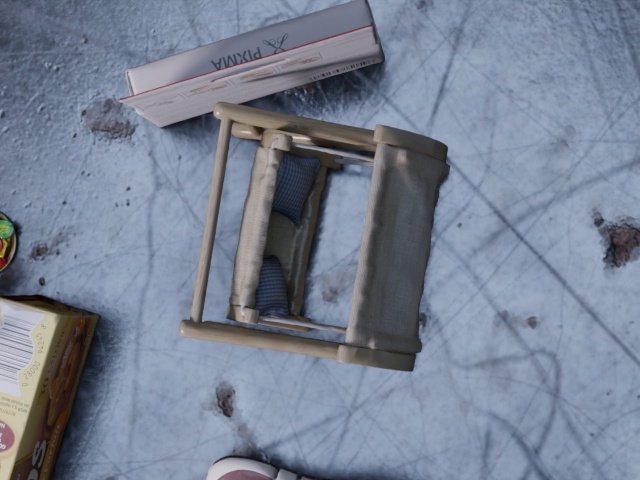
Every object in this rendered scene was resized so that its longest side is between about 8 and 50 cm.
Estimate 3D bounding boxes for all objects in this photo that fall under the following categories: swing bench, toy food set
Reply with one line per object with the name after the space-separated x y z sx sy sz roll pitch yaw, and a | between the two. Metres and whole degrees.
0.000 0.000 1.651 0.255 0.165 0.253 8 87 5 | swing bench
-0.392 0.000 1.756 0.083 0.020 0.082 16 88 6 | toy food set

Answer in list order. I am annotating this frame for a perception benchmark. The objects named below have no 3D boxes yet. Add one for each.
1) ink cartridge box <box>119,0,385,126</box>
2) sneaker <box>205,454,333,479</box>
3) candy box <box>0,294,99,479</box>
-0.073 -0.196 1.629 0.275 0.239 0.060 -16 86 4 | ink cartridge box
-0.006 0.341 1.638 0.281 0.106 0.162 9 58 14 | sneaker
-0.343 0.219 1.658 0.087 0.183 0.316 17 89 6 | candy box
